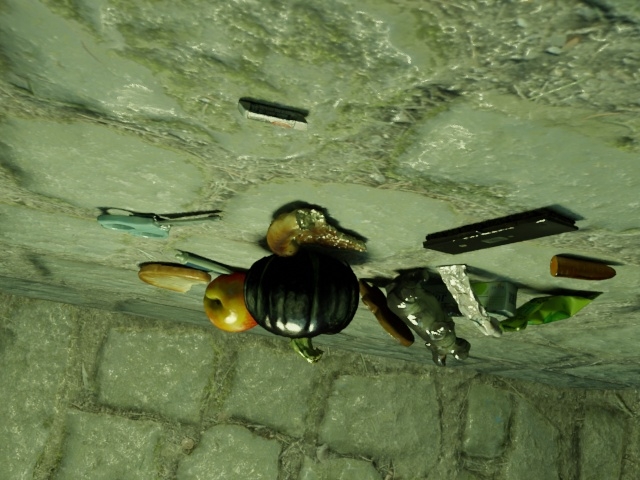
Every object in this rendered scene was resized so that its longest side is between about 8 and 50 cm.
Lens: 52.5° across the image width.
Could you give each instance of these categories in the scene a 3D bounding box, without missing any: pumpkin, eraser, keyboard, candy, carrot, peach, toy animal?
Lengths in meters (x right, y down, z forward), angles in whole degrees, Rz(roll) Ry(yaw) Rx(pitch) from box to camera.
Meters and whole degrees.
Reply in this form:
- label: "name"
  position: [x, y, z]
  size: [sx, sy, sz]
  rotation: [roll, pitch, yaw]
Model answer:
- label: "pumpkin"
  position: [-0.051, 0.161, 1.606]
  size: [0.295, 0.296, 0.296]
  rotation: [7, 164, 2]
- label: "eraser"
  position: [-0.067, -0.173, 0.906]
  size: [0.099, 0.019, 0.027]
  rotation: [10, 164, -10]
- label: "keyboard"
  position: [0.335, -0.013, 1.261]
  size: [0.106, 0.027, 0.317]
  rotation: [14, 164, -32]
- label: "candy"
  position: [0.586, 0.178, 1.678]
  size: [0.246, 0.069, 0.149]
  rotation: [-13, 175, -6]
- label: "carrot"
  position: [0.561, 0.065, 1.385]
  size: [0.139, 0.048, 0.048]
  rotation: [8, 164, -5]
- label: "peach"
  position: [-0.252, 0.185, 1.975]
  size: [0.190, 0.190, 0.192]
  rotation: [-6, 167, 42]
- label: "toy animal"
  position: [0.301, 0.222, 1.718]
  size: [0.168, 0.106, 0.343]
  rotation: [-6, 131, 44]

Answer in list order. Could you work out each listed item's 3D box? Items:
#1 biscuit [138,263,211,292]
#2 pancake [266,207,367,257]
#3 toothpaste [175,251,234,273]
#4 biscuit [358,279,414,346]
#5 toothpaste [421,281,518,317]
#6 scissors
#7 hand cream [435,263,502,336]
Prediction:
- label: "biscuit"
  position: [-0.482, 0.117, 2.100]
  size: [0.204, 0.040, 0.309]
  rotation: [15, 162, -25]
- label: "pancake"
  position: [0.000, 0.000, 1.413]
  size: [0.244, 0.057, 0.266]
  rotation: [14, 164, -20]
- label: "toothpaste"
  position: [-0.337, 0.068, 1.873]
  size: [0.057, 0.035, 0.197]
  rotation: [15, 175, 45]
- label: "biscuit"
  position: [0.180, 0.205, 1.813]
  size: [0.179, 0.039, 0.236]
  rotation: [30, -162, -45]
- label: "toothpaste"
  position: [0.367, 0.166, 1.770]
  size: [0.336, 0.081, 0.067]
  rotation: [-7, 157, 43]
- label: "scissors"
  position: [-0.357, -0.042, 1.506]
  size: [0.360, 0.030, 0.191]
  rotation: [-6, 163, 36]
- label: "hand cream"
  position: [0.380, 0.157, 1.618]
  size: [0.084, 0.050, 0.257]
  rotation: [-9, 129, 47]
